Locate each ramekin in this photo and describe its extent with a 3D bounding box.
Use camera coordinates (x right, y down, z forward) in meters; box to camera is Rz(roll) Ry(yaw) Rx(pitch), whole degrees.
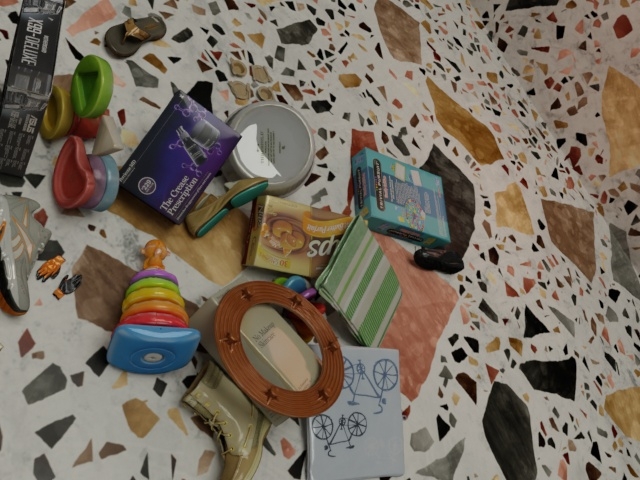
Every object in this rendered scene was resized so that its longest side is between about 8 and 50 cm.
[{"bbox_3d":[-0.136,-0.243,1.638,0.273,0.127,0.273,0,89,-13],"label":"ramekin"}]

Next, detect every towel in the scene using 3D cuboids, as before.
[{"bbox_3d":[0.116,0.129,1.666,0.325,0.038,0.248,55,53,-37],"label":"towel"}]

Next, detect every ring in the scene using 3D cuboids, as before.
[{"bbox_3d":[-0.077,0.224,1.352,0.336,0.032,0.336,28,37,-24],"label":"ring"}]

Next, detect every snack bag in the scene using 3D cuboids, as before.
[{"bbox_3d":[0.091,0.438,1.576,0.323,0.037,0.342,9,71,-36],"label":"snack bag"}]

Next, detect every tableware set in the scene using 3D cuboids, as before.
[{"bbox_3d":[-0.208,-0.481,1.871,0.169,0.020,0.141,0,67,-39],"label":"tableware set"}]

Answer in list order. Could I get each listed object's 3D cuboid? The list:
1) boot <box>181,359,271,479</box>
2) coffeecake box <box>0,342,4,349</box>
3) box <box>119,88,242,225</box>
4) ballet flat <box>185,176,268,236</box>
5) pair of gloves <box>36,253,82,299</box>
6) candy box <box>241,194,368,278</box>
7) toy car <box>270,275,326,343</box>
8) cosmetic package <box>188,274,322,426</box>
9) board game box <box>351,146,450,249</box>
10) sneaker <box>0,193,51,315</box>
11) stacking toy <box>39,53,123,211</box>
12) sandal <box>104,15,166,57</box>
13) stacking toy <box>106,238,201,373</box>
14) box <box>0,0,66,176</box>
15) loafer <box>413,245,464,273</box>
[{"bbox_3d":[-0.215,0.401,1.321,0.203,0.095,0.262,39,42,-17],"label":"boot"},{"bbox_3d":[-0.688,0.180,1.089,0.185,0.068,0.142,46,47,-9],"label":"coffeecake box"},{"bbox_3d":[-0.338,-0.193,1.468,0.184,0.103,0.261,35,83,-15],"label":"box"},{"bbox_3d":[-0.238,-0.102,1.536,0.232,0.080,0.073,-37,76,-8],"label":"ballet flat"},{"bbox_3d":[-0.547,0.076,1.300,0.083,0.010,0.074,47,46,-9],"label":"pair of gloves"},{"bbox_3d":[-0.036,0.004,1.635,0.316,0.087,0.183,13,85,-31],"label":"candy box"},{"bbox_3d":[-0.054,0.167,1.555,0.159,0.136,0.182,-23,82,-43],"label":"toy car"},{"bbox_3d":[-0.140,0.245,1.407,0.309,0.113,0.160,48,26,2],"label":"cosmetic package"},{"bbox_3d":[0.261,-0.131,2.011,0.336,0.079,0.253,16,58,-31],"label":"board game box"},{"bbox_3d":[-0.592,0.020,1.239,0.121,0.099,0.262,-1,69,-44],"label":"sneaker"},{"bbox_3d":[-0.478,-0.230,1.351,0.130,0.279,0.309,4,63,-49],"label":"stacking toy"},{"bbox_3d":[-0.488,-0.559,1.661,0.090,0.060,0.219,51,46,-4],"label":"sandal"},{"bbox_3d":[-0.362,0.122,1.344,0.175,0.166,0.302,7,50,-23],"label":"stacking toy"},{"bbox_3d":[-0.602,-0.310,1.261,0.076,0.307,0.242,11,59,-30],"label":"box"},{"bbox_3d":[0.380,0.055,2.012,0.223,0.076,0.078,13,54,-39],"label":"loafer"}]
